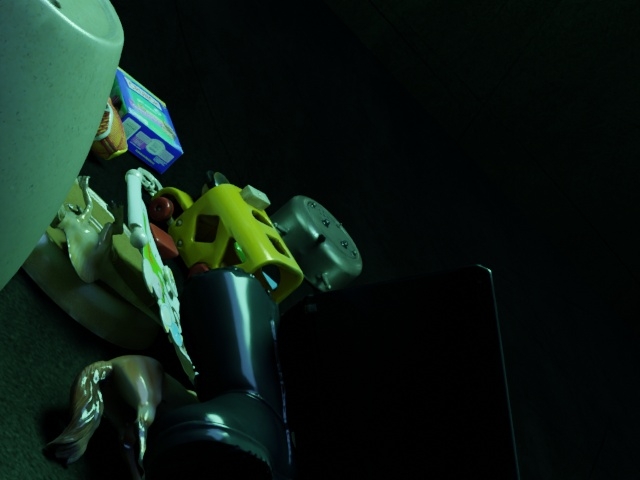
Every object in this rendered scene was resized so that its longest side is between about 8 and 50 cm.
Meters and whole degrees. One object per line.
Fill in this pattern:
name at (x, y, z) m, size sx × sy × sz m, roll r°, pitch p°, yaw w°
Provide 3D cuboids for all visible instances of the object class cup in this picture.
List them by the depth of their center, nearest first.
cup at (-0.301, -0.145, 1.574) m, size 0.331 × 0.237 × 0.331 m, roll 45°, pitch 14°, yaw -15°

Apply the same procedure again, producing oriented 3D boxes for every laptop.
laptop at (0.057, 0.159, 1.618) m, size 0.264 × 0.136 × 0.234 m, roll 138°, pitch -53°, yaw -75°

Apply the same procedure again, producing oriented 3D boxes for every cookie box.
cookie box at (-0.210, -0.140, 2.220) m, size 0.092 × 0.040 × 0.107 m, roll 37°, pitch 18°, yaw -37°

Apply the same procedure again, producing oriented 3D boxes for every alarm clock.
alarm clock at (0.000, 0.000, 2.456) m, size 0.129 × 0.064 × 0.192 m, roll 49°, pitch 11°, yaw 0°

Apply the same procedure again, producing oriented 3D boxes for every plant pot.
plant pot at (-0.227, 0.001, 1.829) m, size 0.236 × 0.032 × 0.236 m, roll 44°, pitch 15°, yaw -15°

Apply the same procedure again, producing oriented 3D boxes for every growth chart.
growth chart at (-0.142, 0.051, 1.811) m, size 0.172 × 0.021 × 0.237 m, roll -107°, pitch 178°, yaw -55°

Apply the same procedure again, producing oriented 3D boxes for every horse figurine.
horse figurine at (-0.134, 0.163, 1.628) m, size 0.263 × 0.066 × 0.174 m, roll 36°, pitch 27°, yaw -51°

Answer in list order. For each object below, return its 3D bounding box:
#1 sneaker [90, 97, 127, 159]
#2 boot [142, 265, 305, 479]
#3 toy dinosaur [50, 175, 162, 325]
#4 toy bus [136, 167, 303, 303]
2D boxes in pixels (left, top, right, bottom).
sneaker at (-0.259, -0.154, 2.110) m, size 0.067 × 0.064 × 0.175 m, roll 63°, pitch 3°, yaw -52°
boot at (-0.085, 0.115, 1.565) m, size 0.246 × 0.094 × 0.207 m, roll 45°, pitch 28°, yaw -60°
toy dinosaur at (-0.207, 0.005, 1.751) m, size 0.183 × 0.053 × 0.093 m, roll 53°, pitch 26°, yaw -41°
toy bus at (-0.101, -0.013, 2.091) m, size 0.202 × 0.104 × 0.191 m, roll 46°, pitch 14°, yaw -14°
